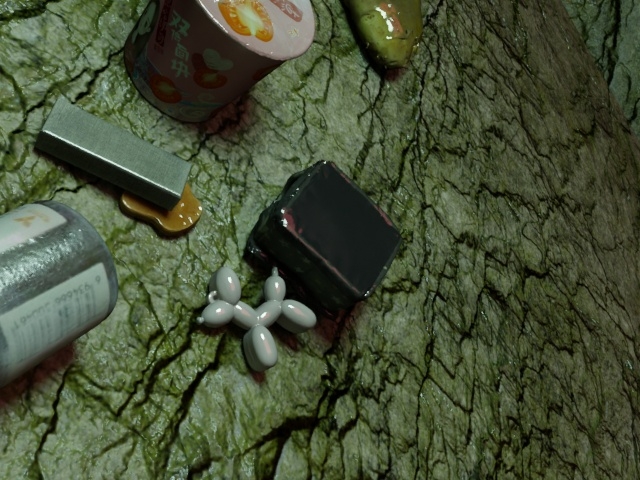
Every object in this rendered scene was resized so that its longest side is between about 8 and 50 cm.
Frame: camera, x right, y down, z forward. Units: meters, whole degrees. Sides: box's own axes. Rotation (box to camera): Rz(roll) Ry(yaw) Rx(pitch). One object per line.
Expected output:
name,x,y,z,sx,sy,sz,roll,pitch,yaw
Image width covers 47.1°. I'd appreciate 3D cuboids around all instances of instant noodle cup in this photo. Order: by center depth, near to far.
instant noodle cup,-0.171,-0.324,1.145,0.242,0.231,0.243,24,51,-33

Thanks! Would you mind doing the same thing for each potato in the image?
potato,0.145,-0.516,1.641,0.191,0.141,0.297,7,64,-39

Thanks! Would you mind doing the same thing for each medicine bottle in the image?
medicine bottle,-0.364,0.076,0.772,0.165,0.165,0.273,57,42,-2

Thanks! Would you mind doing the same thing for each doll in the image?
doll,-0.101,0.105,1.083,0.161,0.059,0.160,-39,94,-37

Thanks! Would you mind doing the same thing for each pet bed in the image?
pet bed,0.000,0.000,1.188,0.211,0.159,0.183,42,55,-11

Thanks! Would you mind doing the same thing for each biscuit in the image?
biscuit,-0.245,-0.068,1.078,0.118,0.023,0.140,-27,85,-43

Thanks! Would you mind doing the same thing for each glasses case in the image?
glasses case,-0.286,-0.117,1.026,0.204,0.047,0.071,26,49,-20
